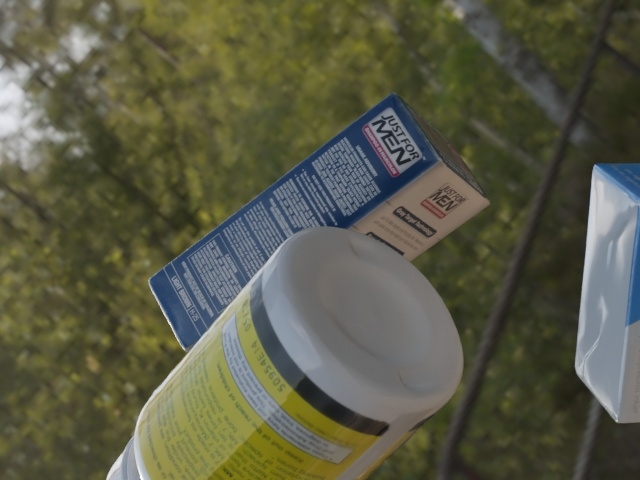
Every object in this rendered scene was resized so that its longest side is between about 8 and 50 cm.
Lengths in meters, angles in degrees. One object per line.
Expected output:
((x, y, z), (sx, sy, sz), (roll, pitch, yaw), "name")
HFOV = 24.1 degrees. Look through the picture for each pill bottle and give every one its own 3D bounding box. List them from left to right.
((-0.028, 0.099, 0.820), (0.208, 0.119, 0.119), (-48, -5, 34), "pill bottle")

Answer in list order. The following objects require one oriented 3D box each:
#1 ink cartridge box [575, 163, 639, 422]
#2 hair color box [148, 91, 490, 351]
((0.214, 0.021, 0.680), (0.061, 0.181, 0.104), (-121, 31, -69), "ink cartridge box")
((0.000, 0.000, 1.665), (0.347, 0.105, 0.174), (-36, -25, 12), "hair color box")
